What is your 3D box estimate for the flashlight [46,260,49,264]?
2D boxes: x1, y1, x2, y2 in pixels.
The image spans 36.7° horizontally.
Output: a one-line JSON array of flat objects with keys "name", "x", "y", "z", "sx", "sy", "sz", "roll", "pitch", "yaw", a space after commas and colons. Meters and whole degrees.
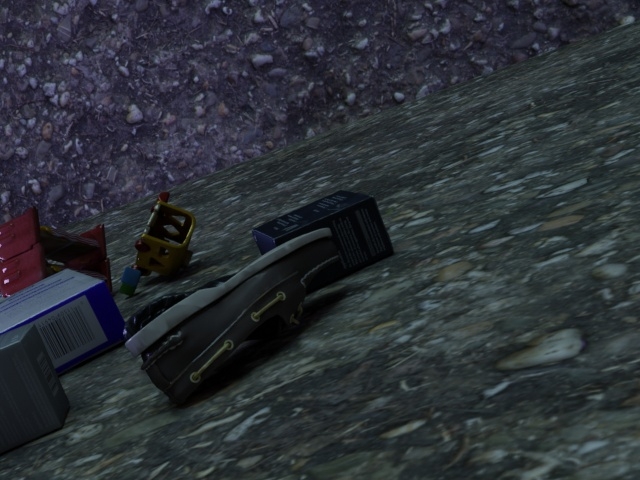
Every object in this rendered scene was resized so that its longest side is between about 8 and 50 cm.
[{"name": "flashlight", "x": -0.718, "y": 0.081, "z": 2.391, "sx": 0.103, "sy": 0.103, "sz": 0.304, "roll": -20, "pitch": 11, "yaw": -16}]

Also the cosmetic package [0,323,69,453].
[{"name": "cosmetic package", "x": -0.449, "y": 0.212, "z": 1.195, "sx": 0.238, "sy": 0.127, "sz": 0.107, "roll": -21, "pitch": 11, "yaw": -3}]

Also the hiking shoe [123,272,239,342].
[{"name": "hiking shoe", "x": -0.154, "y": 0.100, "z": 1.314, "sx": 0.227, "sy": 0.086, "sz": 0.114, "roll": -18, "pitch": -3, "yaw": -7}]

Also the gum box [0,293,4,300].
[{"name": "gum box", "x": -0.639, "y": 0.135, "z": 2.082, "sx": 0.189, "sy": 0.062, "sz": 0.107, "roll": -20, "pitch": 11, "yaw": 10}]

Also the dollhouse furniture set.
[{"name": "dollhouse furniture set", "x": -0.625, "y": 0.080, "z": 1.918, "sx": 0.374, "sy": 0.152, "sz": 0.201, "roll": -21, "pitch": -19, "yaw": 23}]

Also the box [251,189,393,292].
[{"name": "box", "x": 0.000, "y": 0.000, "z": 1.407, "sx": 0.158, "sy": 0.093, "sz": 0.156, "roll": -23, "pitch": 11, "yaw": -11}]

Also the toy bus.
[{"name": "toy bus", "x": -0.301, "y": 0.018, "z": 1.874, "sx": 0.104, "sy": 0.190, "sz": 0.202, "roll": 21, "pitch": 12, "yaw": -4}]

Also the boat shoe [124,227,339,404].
[{"name": "boat shoe", "x": -0.084, "y": 0.083, "z": 1.171, "sx": 0.324, "sy": 0.096, "sz": 0.116, "roll": -31, "pitch": -6, "yaw": -42}]

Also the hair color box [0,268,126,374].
[{"name": "hair color box", "x": -0.450, "y": 0.139, "z": 1.590, "sx": 0.185, "sy": 0.110, "sz": 0.339, "roll": -28, "pitch": 14, "yaw": -21}]
